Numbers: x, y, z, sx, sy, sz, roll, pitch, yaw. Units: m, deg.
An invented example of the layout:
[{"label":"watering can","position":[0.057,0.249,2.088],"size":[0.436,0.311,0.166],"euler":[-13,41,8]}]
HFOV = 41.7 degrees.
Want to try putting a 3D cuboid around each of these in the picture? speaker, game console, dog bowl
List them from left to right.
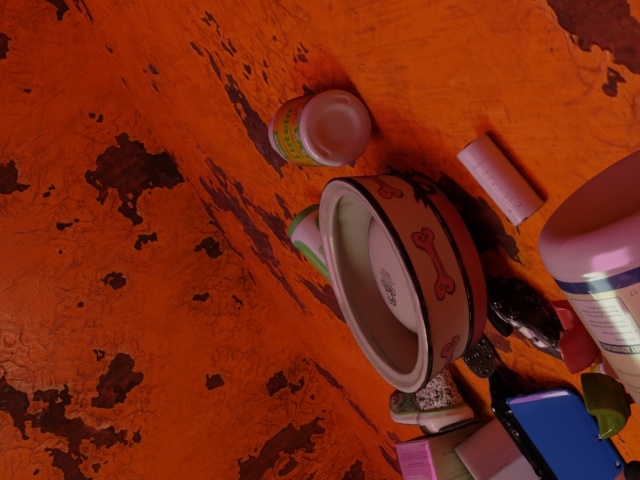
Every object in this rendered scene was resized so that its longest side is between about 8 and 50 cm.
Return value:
[{"label":"speaker","position":[0.055,0.050,1.992],"size":[0.296,0.131,0.131],"euler":[46,164,21]},{"label":"dog bowl","position":[0.149,0.060,1.522],"size":[0.408,0.150,0.408],"euler":[55,157,38]},{"label":"speaker","position":[0.259,-0.089,1.211],"size":[0.136,0.055,0.055],"euler":[51,165,6]},{"label":"game console","position":[0.483,0.385,1.672],"size":[0.293,0.173,0.250],"euler":[56,-164,-10]}]

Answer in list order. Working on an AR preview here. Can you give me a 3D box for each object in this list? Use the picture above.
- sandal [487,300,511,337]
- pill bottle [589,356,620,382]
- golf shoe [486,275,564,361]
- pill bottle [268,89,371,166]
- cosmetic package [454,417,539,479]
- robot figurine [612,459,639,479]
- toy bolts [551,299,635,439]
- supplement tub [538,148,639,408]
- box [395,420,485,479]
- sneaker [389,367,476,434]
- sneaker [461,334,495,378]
[{"label":"sandal","position":[0.320,0.121,1.553],"size":[0.067,0.040,0.179],"euler":[47,179,41]},{"label":"pill bottle","position":[0.454,0.212,1.333],"size":[0.043,0.043,0.083],"euler":[48,164,16]},{"label":"golf shoe","position":[0.353,0.139,1.409],"size":[0.198,0.077,0.094],"euler":[42,162,37]},{"label":"pill bottle","position":[-0.014,-0.208,1.588],"size":[0.136,0.136,0.245],"euler":[57,164,-16]},{"label":"cosmetic package","position":[0.441,0.554,1.890],"size":[0.224,0.138,0.224],"euler":[55,177,-10]},{"label":"robot figurine","position":[0.568,0.444,1.290],"size":[0.278,0.173,0.209],"euler":[-169,79,-68]},{"label":"toy bolts","position":[0.428,0.134,1.164],"size":[0.228,0.158,0.218],"euler":[53,-151,-41]},{"label":"supplement tub","position":[0.395,0.072,0.826],"size":[0.325,0.235,0.235],"euler":[55,165,-8]},{"label":"box","position":[0.320,0.581,2.028],"size":[0.117,0.213,0.243],"euler":[-25,76,48]},{"label":"sneaker","position":[0.275,0.376,2.147],"size":[0.410,0.158,0.182],"euler":[159,102,-75]},{"label":"sneaker","position":[0.302,0.200,1.755],"size":[0.188,0.066,0.071],"euler":[58,-178,0]}]
